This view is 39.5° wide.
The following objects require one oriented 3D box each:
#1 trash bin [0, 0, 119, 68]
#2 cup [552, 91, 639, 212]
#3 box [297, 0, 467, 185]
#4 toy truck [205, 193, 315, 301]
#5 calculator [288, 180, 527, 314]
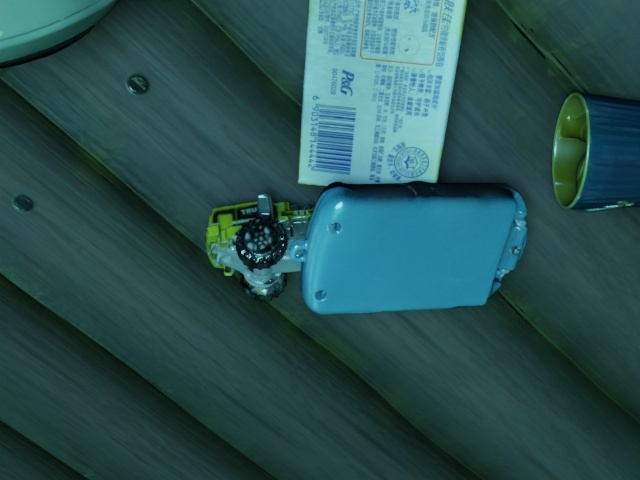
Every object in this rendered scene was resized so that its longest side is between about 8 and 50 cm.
[{"bbox_3d":[-0.335,-0.363,0.783,0.280,0.280,0.432,-3,131,8],"label":"trash bin"},{"bbox_3d":[0.355,-0.088,1.024,0.155,0.131,0.176,2,153,0],"label":"cup"},{"bbox_3d":[0.066,-0.187,0.991,0.168,0.097,0.265,5,124,3],"label":"box"},{"bbox_3d":[0.000,0.000,1.113,0.285,0.111,0.136,-2,155,-3],"label":"toy truck"},{"bbox_3d":[0.103,0.010,1.018,0.293,0.051,0.173,-1,125,-20],"label":"calculator"}]
